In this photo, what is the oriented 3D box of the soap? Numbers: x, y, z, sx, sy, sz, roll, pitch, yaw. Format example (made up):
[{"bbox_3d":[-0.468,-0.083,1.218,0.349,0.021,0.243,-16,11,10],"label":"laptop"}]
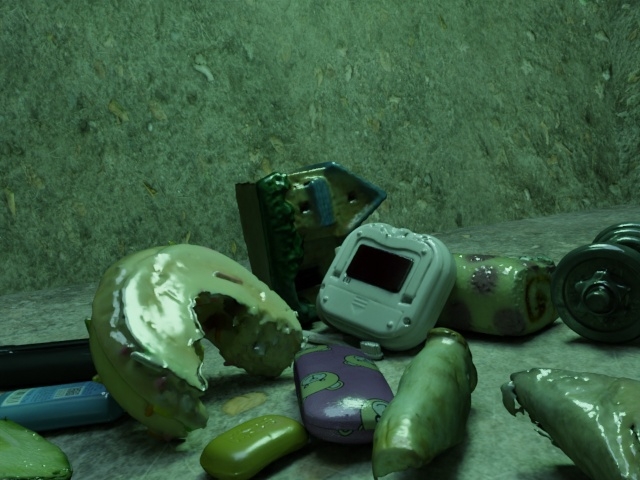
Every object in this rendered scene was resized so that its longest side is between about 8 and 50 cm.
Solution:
[{"bbox_3d":[-0.080,0.252,0.726,0.089,0.045,0.140,4,12,43],"label":"soap"}]

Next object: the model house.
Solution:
[{"bbox_3d":[0.000,0.000,1.479,0.343,0.382,0.334,-11,7,-18],"label":"model house"}]

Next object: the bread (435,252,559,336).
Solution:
[{"bbox_3d":[0.293,0.102,1.211,0.338,0.155,0.187,-1,5,45],"label":"bread"}]

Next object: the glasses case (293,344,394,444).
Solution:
[{"bbox_3d":[0.028,0.209,0.839,0.123,0.075,0.316,2,4,-6],"label":"glasses case"}]

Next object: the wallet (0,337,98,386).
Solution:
[{"bbox_3d":[-0.557,0.251,1.259,0.406,0.062,0.228,-6,6,9],"label":"wallet"}]

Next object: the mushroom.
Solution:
[{"bbox_3d":[0.128,0.198,0.689,0.087,0.107,0.333,-23,3,21],"label":"mushroom"}]

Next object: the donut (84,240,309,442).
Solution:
[{"bbox_3d":[-0.213,0.144,0.949,0.150,0.307,0.371,-52,-15,25],"label":"donut"}]

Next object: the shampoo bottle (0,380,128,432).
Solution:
[{"bbox_3d":[-0.381,0.260,0.939,0.259,0.061,0.104,-7,7,-2],"label":"shampoo bottle"}]

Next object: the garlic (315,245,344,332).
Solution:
[{"bbox_3d":[0.051,0.112,1.307,0.131,0.194,0.127,-16,0,-21],"label":"garlic"}]

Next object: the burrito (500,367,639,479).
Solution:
[{"bbox_3d":[0.313,0.198,0.504,0.175,0.107,0.348,8,5,-10],"label":"burrito"}]

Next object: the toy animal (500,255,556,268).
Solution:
[{"bbox_3d":[0.505,0.079,1.550,0.255,0.089,0.170,2,7,42],"label":"toy animal"}]

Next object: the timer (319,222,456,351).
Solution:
[{"bbox_3d":[0.122,0.082,1.162,0.262,0.237,0.087,17,-15,41],"label":"timer"}]

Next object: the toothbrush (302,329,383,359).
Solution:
[{"bbox_3d":[0.022,0.201,1.190,0.025,0.029,0.307,-19,11,-33],"label":"toothbrush"}]

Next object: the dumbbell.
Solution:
[{"bbox_3d":[0.563,0.068,1.106,0.179,0.179,0.406,-3,8,37],"label":"dumbbell"}]

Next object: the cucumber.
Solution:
[{"bbox_3d":[-0.387,0.271,0.670,0.325,0.105,0.145,-2,-19,42],"label":"cucumber"}]
